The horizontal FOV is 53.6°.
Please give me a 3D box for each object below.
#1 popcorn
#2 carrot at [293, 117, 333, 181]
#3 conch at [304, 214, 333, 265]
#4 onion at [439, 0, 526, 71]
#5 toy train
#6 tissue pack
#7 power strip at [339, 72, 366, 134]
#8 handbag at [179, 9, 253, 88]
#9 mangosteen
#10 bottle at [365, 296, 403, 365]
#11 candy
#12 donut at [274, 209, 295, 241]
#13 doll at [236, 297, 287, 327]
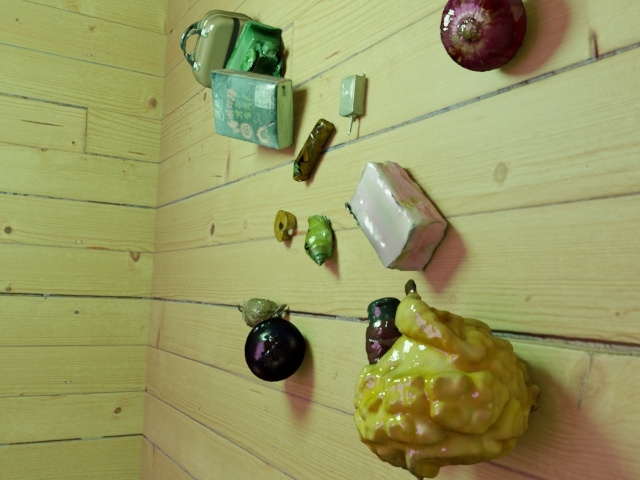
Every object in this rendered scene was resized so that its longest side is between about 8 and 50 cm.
[{"bbox_3d":[0.215,0.263,1.193,0.349,0.349,0.382,-36,59,53],"label":"popcorn"},{"bbox_3d":[-0.026,-0.278,1.948,0.229,0.069,0.069,-59,39,36],"label":"carrot"},{"bbox_3d":[-0.003,0.001,1.858,0.095,0.079,0.201,-28,51,35],"label":"conch"},{"bbox_3d":[0.327,-0.429,1.274,0.177,0.153,0.177,-4,85,49],"label":"onion"},{"bbox_3d":[-0.234,-0.628,2.273,0.266,0.145,0.202,-50,42,45],"label":"toy train"},{"bbox_3d":[-0.234,-0.449,2.141,0.315,0.103,0.228,19,120,35],"label":"tissue pack"},{"bbox_3d":[0.088,-0.382,1.779,0.075,0.042,0.175,1,87,59],"label":"power strip"},{"bbox_3d":[-0.399,-0.732,2.435,0.302,0.283,0.149,-66,33,29],"label":"handbag"},{"bbox_3d":[-0.141,0.336,1.951,0.230,0.194,0.194,113,158,-81],"label":"mangosteen"},{"bbox_3d":[0.176,0.263,1.442,0.156,0.143,0.271,63,-164,-70],"label":"bottle"},{"bbox_3d":[0.175,-0.061,1.506,0.155,0.115,0.265,-64,36,31],"label":"candy"},{"bbox_3d":[-0.118,-0.050,2.085,0.108,0.043,0.097,-61,38,37],"label":"donut"},{"bbox_3d":[-0.193,0.247,2.118,0.221,0.115,0.105,2,77,53],"label":"doll"}]
